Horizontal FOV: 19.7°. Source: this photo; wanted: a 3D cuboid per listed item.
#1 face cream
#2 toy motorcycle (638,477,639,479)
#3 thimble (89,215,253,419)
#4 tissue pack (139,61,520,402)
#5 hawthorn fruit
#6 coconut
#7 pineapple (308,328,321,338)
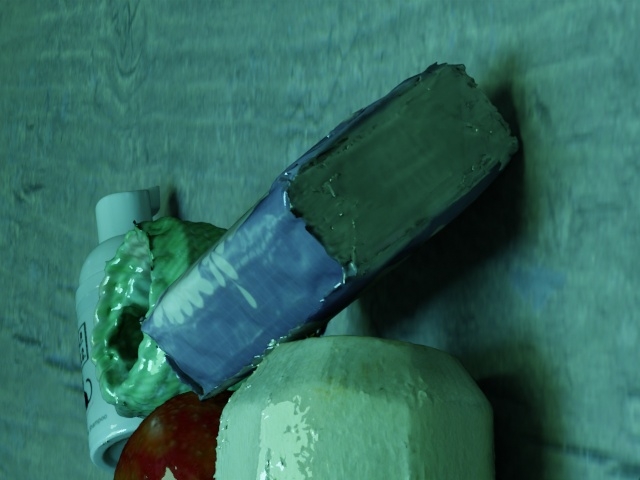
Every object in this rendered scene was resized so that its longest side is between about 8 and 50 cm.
[{"bbox_3d":[-0.224,0.088,2.208,0.145,0.145,0.369,-52,41,48],"label":"face cream"},{"bbox_3d":[0.236,0.298,1.193,0.342,0.206,0.142,-62,1,22],"label":"toy motorcycle"},{"bbox_3d":[-0.148,0.086,1.946,0.219,0.150,0.219,-39,45,55],"label":"thimble"},{"bbox_3d":[0.000,0.000,1.658,0.125,0.242,0.344,50,145,1],"label":"tissue pack"},{"bbox_3d":[-0.080,0.244,1.745,0.266,0.230,0.210,-176,102,-82],"label":"hawthorn fruit"},{"bbox_3d":[0.030,0.214,1.543,0.245,0.245,0.247,-22,60,62],"label":"coconut"},{"bbox_3d":[-0.052,0.077,1.970,0.221,0.047,0.221,-26,61,60],"label":"pineapple"}]
